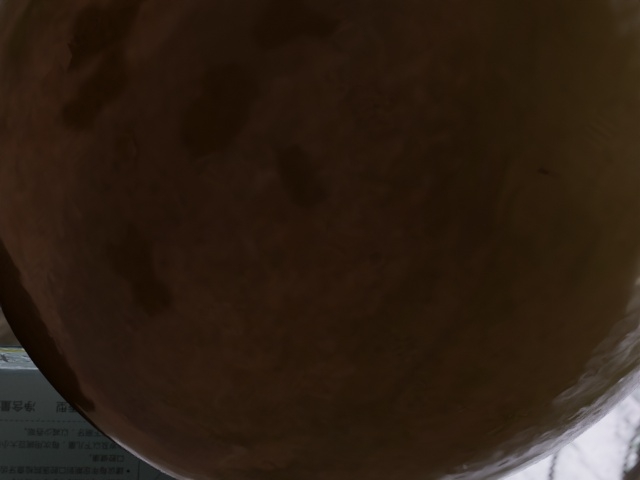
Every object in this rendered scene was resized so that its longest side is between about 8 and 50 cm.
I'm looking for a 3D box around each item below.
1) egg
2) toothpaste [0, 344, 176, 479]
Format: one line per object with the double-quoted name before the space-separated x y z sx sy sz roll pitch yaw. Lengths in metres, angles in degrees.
"egg" 0.013 -0.039 0.568 0.250 0.250 0.322 54 -23 1
"toothpaste" -0.145 0.095 0.852 0.071 0.313 0.089 -166 -101 -74
